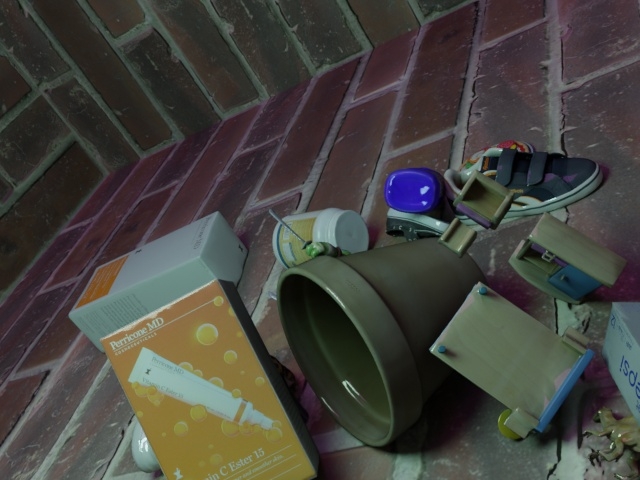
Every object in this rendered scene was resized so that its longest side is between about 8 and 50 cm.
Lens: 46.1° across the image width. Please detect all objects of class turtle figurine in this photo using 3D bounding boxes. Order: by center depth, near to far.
[{"bbox_3d":[0.001,0.107,1.545,0.198,0.275,0.266,-63,23,20],"label":"turtle figurine"}]

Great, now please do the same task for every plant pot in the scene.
[{"bbox_3d":[0.126,0.132,1.266,0.280,0.323,0.323,-28,22,-24],"label":"plant pot"}]

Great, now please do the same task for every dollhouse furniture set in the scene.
[{"bbox_3d":[0.268,0.111,1.167,0.303,0.286,0.198,-55,-11,-9],"label":"dollhouse furniture set"}]

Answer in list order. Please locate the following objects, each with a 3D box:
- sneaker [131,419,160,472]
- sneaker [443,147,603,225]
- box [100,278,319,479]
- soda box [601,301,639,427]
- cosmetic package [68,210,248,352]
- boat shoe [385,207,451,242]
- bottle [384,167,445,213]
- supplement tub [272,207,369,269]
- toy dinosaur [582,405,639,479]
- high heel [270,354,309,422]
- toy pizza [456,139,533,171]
[{"bbox_3d":[-0.261,0.338,1.545,0.169,0.108,0.292,-20,28,34],"label":"sneaker"},{"bbox_3d":[0.403,-0.125,1.546,0.321,0.127,0.126,-15,30,31],"label":"sneaker"},{"bbox_3d":[-0.173,0.263,1.240,0.215,0.345,0.168,-28,-5,-1],"label":"box"},{"bbox_3d":[0.449,0.194,0.942,0.091,0.098,0.286,-1,29,-1],"label":"soda box"},{"bbox_3d":[-0.443,0.117,2.074,0.453,0.161,0.230,-23,28,21],"label":"cosmetic package"},{"bbox_3d":[0.211,-0.022,1.652,0.228,0.080,0.076,19,95,59],"label":"boat shoe"},{"bbox_3d":[0.218,-0.115,1.669,0.118,0.092,0.283,7,8,14],"label":"bottle"},{"bbox_3d":[0.000,0.000,1.774,0.200,0.144,0.144,-7,37,43],"label":"supplement tub"},{"bbox_3d":[0.403,0.261,0.966,0.092,0.053,0.183,-40,26,-15],"label":"toy dinosaur"},{"bbox_3d":[-0.126,0.240,1.462,0.093,0.186,0.261,-40,26,-13],"label":"high heel"},{"bbox_3d":[0.394,-0.176,1.745,0.201,0.032,0.201,-27,27,15],"label":"toy pizza"}]
